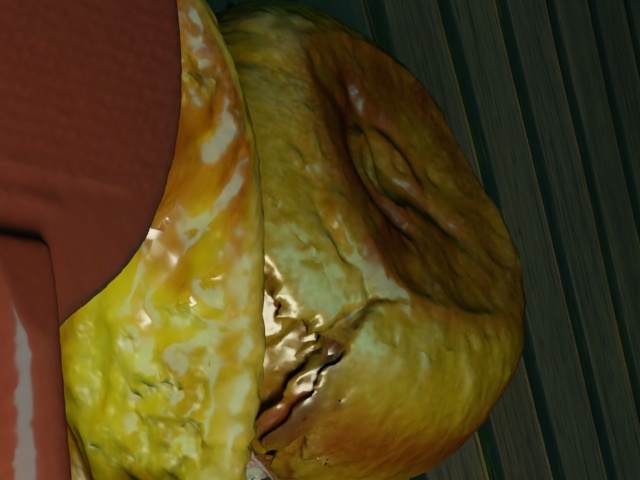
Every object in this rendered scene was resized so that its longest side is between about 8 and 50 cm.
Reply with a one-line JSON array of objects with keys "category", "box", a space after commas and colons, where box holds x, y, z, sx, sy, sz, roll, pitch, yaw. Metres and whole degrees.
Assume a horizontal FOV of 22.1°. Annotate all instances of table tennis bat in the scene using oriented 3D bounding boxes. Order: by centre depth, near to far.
[{"category": "table tennis bat", "box": [-0.134, -0.063, 0.630, 0.268, 0.051, 0.415, 12, 68, -58]}]

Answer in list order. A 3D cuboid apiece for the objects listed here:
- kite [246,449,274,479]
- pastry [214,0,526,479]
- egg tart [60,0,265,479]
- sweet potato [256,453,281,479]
[{"category": "kite", "box": [-0.091, 0.139, 0.992, 0.156, 0.139, 0.011, 14, 41, -19]}, {"category": "pastry", "box": [0.000, 0.000, 1.110, 0.356, 0.164, 0.356, 35, 39, -35]}, {"category": "egg tart", "box": [-0.182, 0.008, 0.747, 0.443, 0.178, 0.443, 28, 57, -56]}, {"category": "sweet potato", "box": [-0.026, 0.122, 1.186, 0.065, 0.051, 0.218, 51, 38, -36]}]
